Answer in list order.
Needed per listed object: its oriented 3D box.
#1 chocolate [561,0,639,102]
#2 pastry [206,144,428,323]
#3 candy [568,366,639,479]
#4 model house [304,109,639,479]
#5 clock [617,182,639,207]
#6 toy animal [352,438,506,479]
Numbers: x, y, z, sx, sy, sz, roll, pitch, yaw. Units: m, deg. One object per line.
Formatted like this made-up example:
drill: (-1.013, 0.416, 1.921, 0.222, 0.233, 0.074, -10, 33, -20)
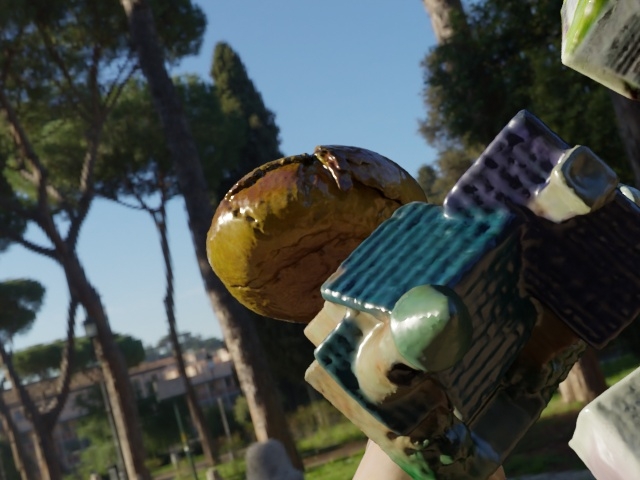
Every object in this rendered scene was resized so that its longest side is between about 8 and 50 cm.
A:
chocolate: (0.425, -0.233, 1.071, 0.137, 0.301, 0.289, -59, 2, 30)
pastry: (0.000, 0.000, 1.376, 0.356, 0.164, 0.356, -12, -33, -8)
candy: (0.531, 0.236, 1.245, 0.359, 0.208, 0.145, -31, -35, -14)
model house: (0.166, 0.047, 0.846, 0.312, 0.245, 0.280, -42, -6, -29)
clock: (0.590, -0.008, 1.963, 0.199, 0.243, 0.146, 23, -22, 40)
toy animal: (0.126, 0.309, 1.046, 0.195, 0.213, 0.256, -17, 20, 26)
